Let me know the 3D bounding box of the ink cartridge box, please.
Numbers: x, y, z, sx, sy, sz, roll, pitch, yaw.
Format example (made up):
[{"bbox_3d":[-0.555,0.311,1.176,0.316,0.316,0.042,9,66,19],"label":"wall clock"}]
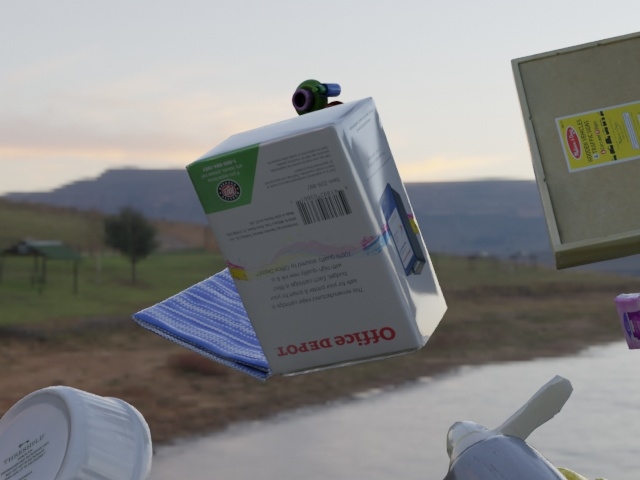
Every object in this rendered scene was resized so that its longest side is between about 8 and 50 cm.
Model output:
[{"bbox_3d":[0.000,0.000,1.075,0.154,0.212,0.093,-14,15,28],"label":"ink cartridge box"}]

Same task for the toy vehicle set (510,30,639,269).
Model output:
[{"bbox_3d":[0.306,-0.103,1.298,0.166,0.267,0.035,-11,-35,8],"label":"toy vehicle set"}]

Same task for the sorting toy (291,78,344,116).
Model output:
[{"bbox_3d":[-0.003,-0.159,1.450,0.102,0.061,0.042,37,26,30],"label":"sorting toy"}]

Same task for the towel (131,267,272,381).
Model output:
[{"bbox_3d":[-0.106,0.112,1.934,0.243,0.040,0.336,21,22,21],"label":"towel"}]

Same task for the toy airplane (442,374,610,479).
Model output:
[{"bbox_3d":[0.223,0.219,0.698,0.384,0.272,0.386,20,-4,13],"label":"toy airplane"}]

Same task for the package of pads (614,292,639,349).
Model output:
[{"bbox_3d":[0.467,0.117,1.798,0.032,0.083,0.050,-19,5,-33],"label":"package of pads"}]

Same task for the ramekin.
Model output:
[{"bbox_3d":[-0.377,0.332,1.734,0.273,0.273,0.127,-2,-29,44],"label":"ramekin"}]
